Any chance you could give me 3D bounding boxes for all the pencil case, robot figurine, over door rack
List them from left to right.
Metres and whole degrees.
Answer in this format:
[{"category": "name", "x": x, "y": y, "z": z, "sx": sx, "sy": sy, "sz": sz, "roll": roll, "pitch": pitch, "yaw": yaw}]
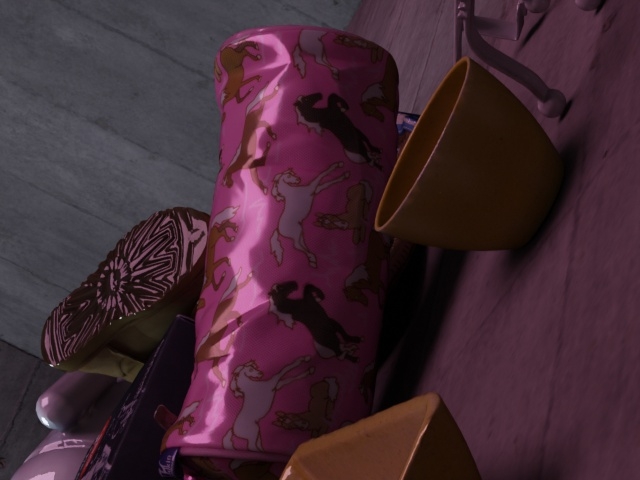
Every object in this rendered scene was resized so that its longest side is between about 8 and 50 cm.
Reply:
[{"category": "robot figurine", "x": -0.211, "y": 0.268, "z": 1.772, "sx": 0.200, "sy": 0.300, "sz": 0.353, "roll": -15, "pitch": 18, "yaw": 25}, {"category": "pencil case", "x": -0.028, "y": 0.018, "z": 1.320, "sx": 0.160, "sy": 0.167, "sz": 0.386, "roll": 94, "pitch": -176, "yaw": -68}, {"category": "over door rack", "x": 0.159, "y": -0.179, "z": 1.314, "sx": 0.324, "sy": 0.108, "sz": 0.239, "roll": 104, "pitch": -173, "yaw": -59}]

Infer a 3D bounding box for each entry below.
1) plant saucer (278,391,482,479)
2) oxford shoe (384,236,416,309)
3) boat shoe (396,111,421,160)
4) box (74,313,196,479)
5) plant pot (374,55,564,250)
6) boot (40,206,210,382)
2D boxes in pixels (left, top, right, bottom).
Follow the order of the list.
[{"category": "plant saucer", "x": -0.011, "y": 0.267, "z": 0.946, "sx": 0.333, "sy": 0.081, "sz": 0.333, "roll": -66, "pitch": 8, "yaw": -17}, {"category": "oxford shoe", "x": 0.000, "y": 0.000, "z": 1.567, "sx": 0.140, "sy": 0.146, "sz": 0.397, "roll": -61, "pitch": 8, "yaw": 15}, {"category": "boat shoe", "x": 0.099, "y": -0.081, "z": 1.533, "sx": 0.183, "sy": 0.066, "sz": 0.066, "roll": -144, "pitch": 61, "yaw": -78}, {"category": "box", "x": -0.148, "y": 0.295, "z": 1.436, "sx": 0.312, "sy": 0.179, "sz": 0.343, "roll": -52, "pitch": 14, "yaw": 53}, {"category": "plant pot", "x": 0.110, "y": -0.045, "z": 1.144, "sx": 0.134, "sy": 0.095, "sz": 0.134, "roll": -62, "pitch": 6, "yaw": 12}, {"category": "boot", "x": -0.088, "y": 0.078, "z": 1.538, "sx": 0.236, "sy": 0.269, "sz": 0.089, "roll": -33, "pitch": 50, "yaw": 35}]
